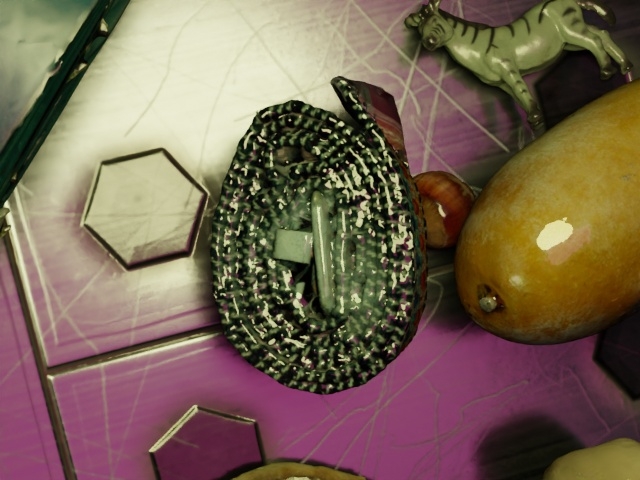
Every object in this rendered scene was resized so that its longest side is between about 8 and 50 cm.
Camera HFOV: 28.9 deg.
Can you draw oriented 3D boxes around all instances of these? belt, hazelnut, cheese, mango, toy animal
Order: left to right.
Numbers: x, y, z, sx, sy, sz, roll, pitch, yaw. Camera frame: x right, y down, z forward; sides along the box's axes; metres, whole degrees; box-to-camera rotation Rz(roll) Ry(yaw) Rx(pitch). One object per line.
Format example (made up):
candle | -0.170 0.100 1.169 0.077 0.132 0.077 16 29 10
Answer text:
belt | -0.305 -0.148 1.101 0.173 0.300 0.436 27 84 -8
belt | 0.000 0.000 1.229 0.207 0.160 0.294 -10 87 9
hazelnut | 0.125 -0.033 1.296 0.086 0.086 0.086 0 88 -11
toy animal | 0.214 -0.211 1.321 0.217 0.073 0.176 -28 79 -14
mango | 0.288 -0.038 1.260 0.199 0.221 0.384 37 59 19
cheese | 0.298 0.311 1.240 0.117 0.218 0.235 -17 130 -10

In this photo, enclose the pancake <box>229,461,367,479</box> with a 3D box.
pancake | -0.021 0.376 1.196 0.356 0.065 0.356 2 56 -3
